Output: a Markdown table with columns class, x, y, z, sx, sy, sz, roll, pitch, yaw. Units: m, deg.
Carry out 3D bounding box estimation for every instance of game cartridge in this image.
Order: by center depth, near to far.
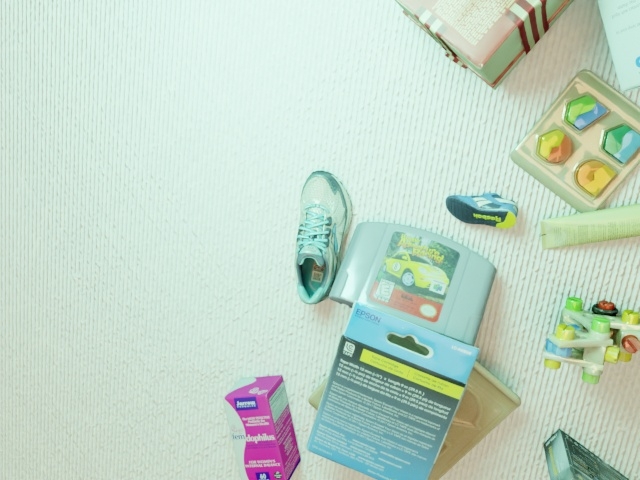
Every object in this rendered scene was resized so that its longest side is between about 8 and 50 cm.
| class | x | y | z | sx | sy | sz | roll | pitch | yaw |
| --- | --- | --- | --- | --- | --- | --- | --- | --- | --- |
| game cartridge | 0.186 | 0.074 | 1.206 | 0.294 | 0.060 | 0.196 | 18 | 67 | 11 |

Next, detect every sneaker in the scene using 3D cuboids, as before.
| class | x | y | z | sx | sy | sz | roll | pitch | yaw |
| --- | --- | --- | --- | --- | --- | --- | --- | --- | --- |
| sneaker | 0.317 | -0.065 | 1.195 | 0.144 | 0.059 | 0.053 | 17 | 138 | 26 |
| sneaker | 0.000 | 0.000 | 1.251 | 0.110 | 0.122 | 0.283 | 3 | 103 | 13 |

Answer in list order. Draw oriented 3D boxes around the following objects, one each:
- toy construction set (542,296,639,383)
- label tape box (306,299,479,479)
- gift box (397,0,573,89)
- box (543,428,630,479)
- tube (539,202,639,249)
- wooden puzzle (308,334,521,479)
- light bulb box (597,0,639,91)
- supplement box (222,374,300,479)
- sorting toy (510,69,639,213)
| class | x | y | z | sx | sy | sz | roll | pitch | yaw |
| --- | --- | --- | --- | --- | --- | --- | --- | --- | --- |
| toy construction set | 0.568 | 0.197 | 1.099 | 0.328 | 0.215 | 0.151 | 20 | 107 | 9 |
| label tape box | 0.141 | 0.299 | 1.209 | 0.249 | 0.115 | 0.347 | 20 | 108 | 11 |
| gift box | 0.269 | -0.438 | 1.015 | 0.255 | 0.258 | 0.276 | -44 | 79 | 19 |
| box | 0.555 | 0.497 | 1.188 | 0.231 | 0.183 | 0.056 | 35 | 108 | 4 |
| tube | 0.536 | -0.031 | 1.137 | 0.240 | 0.062 | 0.070 | -11 | 98 | 16 |
| wooden puzzle | 0.193 | 0.334 | 1.305 | 0.322 | 0.080 | 0.348 | 40 | 113 | 3 |
| light bulb box | 0.600 | -0.452 | 0.871 | 0.358 | 0.225 | 0.361 | -20 | 97 | -13 |
| supplement box | -0.131 | 0.432 | 1.388 | 0.111 | 0.114 | 0.220 | -9 | 98 | 17 |
| sorting toy | 0.492 | -0.177 | 1.128 | 0.193 | 0.038 | 0.208 | 38 | 109 | 3 |
